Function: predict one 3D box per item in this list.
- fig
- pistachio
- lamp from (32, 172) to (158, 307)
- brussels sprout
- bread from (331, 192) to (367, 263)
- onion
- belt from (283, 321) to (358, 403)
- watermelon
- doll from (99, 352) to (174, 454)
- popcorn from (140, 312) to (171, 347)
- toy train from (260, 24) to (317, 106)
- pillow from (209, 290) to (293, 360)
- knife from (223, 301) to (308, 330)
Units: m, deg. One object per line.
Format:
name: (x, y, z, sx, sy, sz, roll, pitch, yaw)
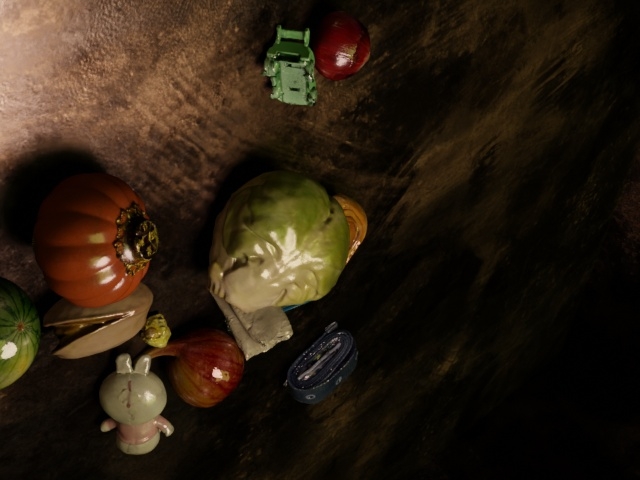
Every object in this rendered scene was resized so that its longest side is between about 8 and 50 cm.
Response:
fig: (-0.267, 0.253, 2.005, 0.175, 0.175, 0.207, -50, 122, -2)
pistachio: (-0.400, 0.138, 1.706, 0.206, 0.131, 0.129, -27, 101, -36)
lamp: (-0.366, -0.001, 1.530, 0.223, 0.196, 0.223, -2, 90, -72)
brussels sprout: (-0.078, 0.010, 1.887, 0.274, 0.242, 0.316, 4, 119, -47)
bread: (0.002, 0.000, 2.111, 0.236, 0.120, 0.198, -53, 149, 4)
onion: (0.034, -0.363, 1.761, 0.131, 0.131, 0.131, -34, 146, -27)
belt: (0.009, 0.340, 2.488, 0.218, 0.122, 0.128, -40, 151, -21)
watermelon: (-0.545, 0.149, 1.476, 0.188, 0.215, 0.188, 35, 49, -54)
doll: (-0.381, 0.351, 1.952, 0.155, 0.113, 0.275, 4, 134, -1)
popcorn: (-0.336, 0.186, 1.918, 0.059, 0.068, 0.083, -24, -175, -2)
toy train: (-0.050, -0.315, 1.735, 0.149, 0.099, 0.081, 79, 21, -60)
pillow: (-0.147, 0.151, 2.033, 0.134, 0.181, 0.078, -20, 165, -47)
knife: (-0.117, 0.164, 2.222, 0.296, 0.026, 0.044, -18, 125, -43)
